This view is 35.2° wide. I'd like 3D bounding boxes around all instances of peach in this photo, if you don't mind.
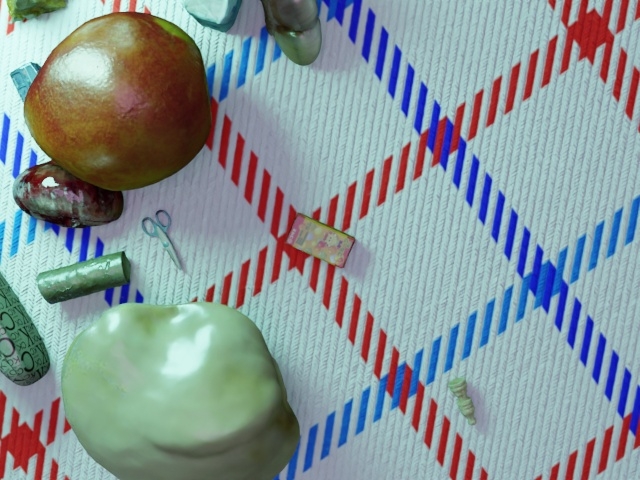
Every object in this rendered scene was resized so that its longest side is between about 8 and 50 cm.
[{"bbox_3d":[-0.351,-0.237,1.755,0.332,0.308,0.308,-10,95,6],"label":"peach"}]

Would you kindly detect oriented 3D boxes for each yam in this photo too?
[{"bbox_3d":[-0.441,0.070,1.895,0.169,0.068,0.068,-14,95,1],"label":"yam"}]

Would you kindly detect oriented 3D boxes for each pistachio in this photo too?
[{"bbox_3d":[-0.243,0.279,1.802,0.445,0.281,0.365,26,89,-6],"label":"pistachio"}]

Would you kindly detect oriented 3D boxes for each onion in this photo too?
[{"bbox_3d":[-0.472,-0.093,1.864,0.205,0.098,0.151,0,97,2],"label":"onion"}]

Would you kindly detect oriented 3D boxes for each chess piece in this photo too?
[{"bbox_3d":[0.274,0.309,1.919,0.035,0.035,0.092,-21,98,3],"label":"chess piece"}]

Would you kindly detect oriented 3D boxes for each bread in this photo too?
[{"bbox_3d":[-0.529,-0.477,1.807,0.127,0.152,0.147,-18,93,-5],"label":"bread"}]

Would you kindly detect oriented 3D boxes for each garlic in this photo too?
[{"bbox_3d":[-0.041,-0.401,1.820,0.099,0.124,0.174,-22,122,-12],"label":"garlic"}]

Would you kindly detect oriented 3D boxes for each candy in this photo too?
[{"bbox_3d":[0.000,0.000,1.891,0.122,0.038,0.062,24,96,-1],"label":"candy"}]

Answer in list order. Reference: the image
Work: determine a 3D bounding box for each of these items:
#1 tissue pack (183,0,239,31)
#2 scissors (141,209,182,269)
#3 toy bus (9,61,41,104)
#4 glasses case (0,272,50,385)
[{"bbox_3d":[-0.168,-0.457,1.739,0.089,0.263,0.177,18,96,-4],"label":"tissue pack"},{"bbox_3d":[-0.293,0.003,1.910,0.058,0.014,0.119,-26,91,8],"label":"scissors"},{"bbox_3d":[-0.515,-0.248,1.876,0.065,0.047,0.166,-24,93,8],"label":"toy bus"},{"bbox_3d":[-0.621,0.112,1.867,0.085,0.137,0.355,-33,94,5],"label":"glasses case"}]
